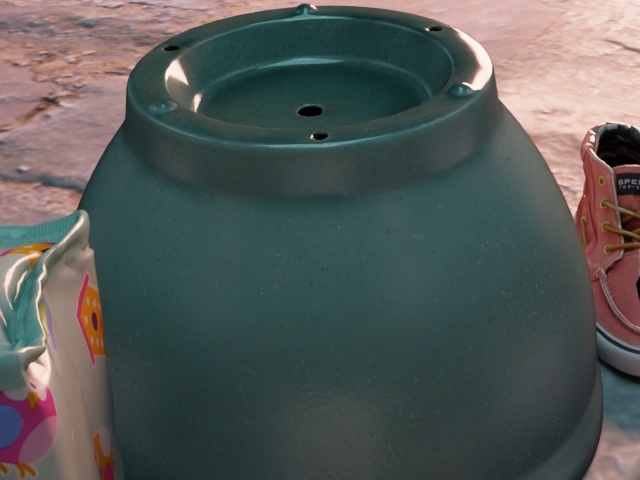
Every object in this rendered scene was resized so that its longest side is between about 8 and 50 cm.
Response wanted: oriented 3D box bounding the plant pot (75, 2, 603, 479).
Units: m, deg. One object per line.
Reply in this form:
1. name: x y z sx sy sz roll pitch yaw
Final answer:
1. plant pot: 0.000 0.000 0.658 0.293 0.196 0.293 -2 30 1

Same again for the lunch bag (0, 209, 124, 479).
1. lunch bag: -0.200 0.116 0.446 0.262 0.223 0.160 -4 22 -2

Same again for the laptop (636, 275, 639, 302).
1. laptop: 0.359 0.050 0.512 0.381 0.408 0.236 12 67 25

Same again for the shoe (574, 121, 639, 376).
1. shoe: 0.178 -0.001 0.755 0.063 0.081 0.178 -1 30 3
